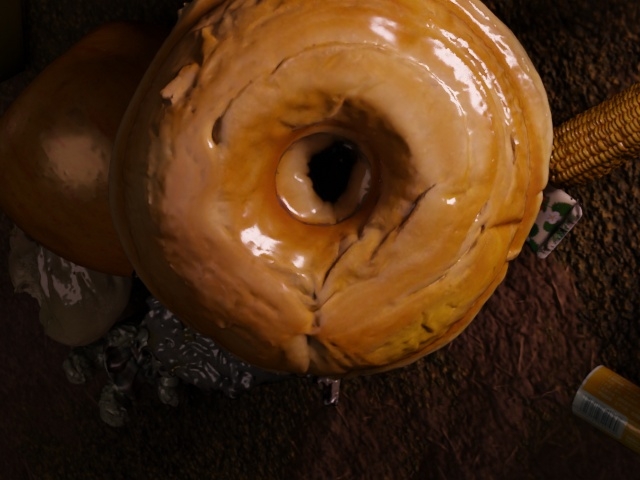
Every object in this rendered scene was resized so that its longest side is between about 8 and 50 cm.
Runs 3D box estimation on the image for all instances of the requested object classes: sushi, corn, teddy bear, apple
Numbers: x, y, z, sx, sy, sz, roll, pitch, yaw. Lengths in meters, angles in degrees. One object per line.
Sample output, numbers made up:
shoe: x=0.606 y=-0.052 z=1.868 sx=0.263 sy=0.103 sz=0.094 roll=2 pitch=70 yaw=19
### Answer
sushi: x=-0.080 y=0.086 z=2.228 sx=0.274 sy=0.184 sz=0.139 roll=13 pitch=121 yaw=32
corn: x=0.289 y=-0.106 z=1.900 sx=0.207 sy=0.068 sz=0.068 roll=-28 pitch=91 yaw=43
teddy bear: x=-0.206 y=0.144 z=2.437 sx=0.213 sy=0.111 sz=0.133 roll=-23 pitch=116 yaw=22
apple: x=-0.216 y=-0.097 z=2.188 sx=0.275 sy=0.299 sz=0.299 roll=44 pitch=136 yaw=-11

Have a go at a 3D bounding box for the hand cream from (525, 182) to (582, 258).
hand cream: x=0.157 y=-0.100 z=2.028 sx=0.276 sy=0.059 sz=0.095 roll=45 pitch=138 yaw=10

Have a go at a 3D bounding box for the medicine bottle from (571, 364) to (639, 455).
medicine bottle: x=0.364 y=0.207 z=1.990 sx=0.218 sy=0.074 sz=0.074 roll=32 pitch=128 yaw=27

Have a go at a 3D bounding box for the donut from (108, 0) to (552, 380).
donut: x=0.008 y=-0.074 z=1.905 sx=0.448 sy=0.198 sz=0.449 roll=0 pitch=104 yaw=2

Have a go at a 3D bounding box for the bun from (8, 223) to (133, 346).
bun: x=-0.317 y=0.012 z=2.401 sx=0.210 sy=0.116 sz=0.237 roll=-4 pitch=80 yaw=53

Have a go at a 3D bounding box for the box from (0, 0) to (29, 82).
box: x=-0.565 y=-0.410 z=2.430 sx=0.420 sy=0.138 sz=0.373 roll=18 pitch=121 yaw=33

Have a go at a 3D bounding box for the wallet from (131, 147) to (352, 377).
wallet: x=-0.001 y=-0.002 z=2.054 sx=0.275 sy=0.068 sz=0.335 roll=43 pitch=105 yaw=-15
